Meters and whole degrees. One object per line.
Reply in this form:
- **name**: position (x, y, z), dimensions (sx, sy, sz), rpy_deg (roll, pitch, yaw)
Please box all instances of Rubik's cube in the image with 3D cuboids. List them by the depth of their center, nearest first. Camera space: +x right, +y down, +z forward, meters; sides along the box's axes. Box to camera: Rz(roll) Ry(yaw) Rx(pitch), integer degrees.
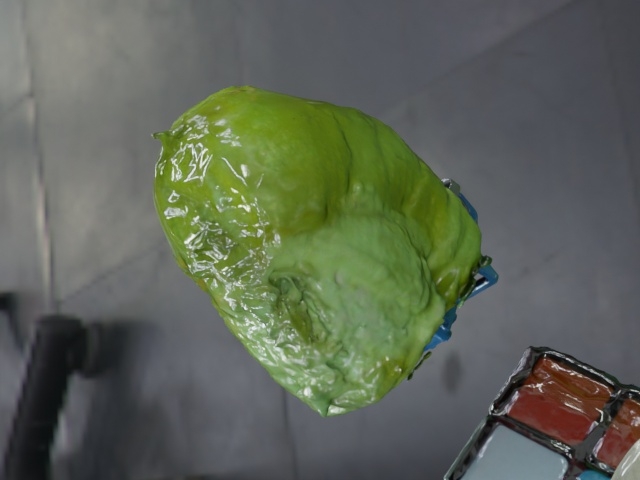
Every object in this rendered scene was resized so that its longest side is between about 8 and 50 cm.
- **Rubik's cube**: position (0.218, 0.227, 1.442), dimensions (0.183, 0.180, 0.167), rpy_deg (22, 145, 21)

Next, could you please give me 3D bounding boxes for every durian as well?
- **durian**: position (0.000, 0.000, 1.288), dimensions (0.204, 0.339, 0.255), rpy_deg (-33, 27, 10)

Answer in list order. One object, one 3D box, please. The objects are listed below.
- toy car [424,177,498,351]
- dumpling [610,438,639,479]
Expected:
- **toy car**: position (0.107, 0.040, 1.616), dimensions (0.097, 0.100, 0.191), rpy_deg (-34, 28, 47)
- **dumpling**: position (0.250, 0.171, 1.015), dimensions (0.187, 0.243, 0.318), rpy_deg (14, 92, 64)
